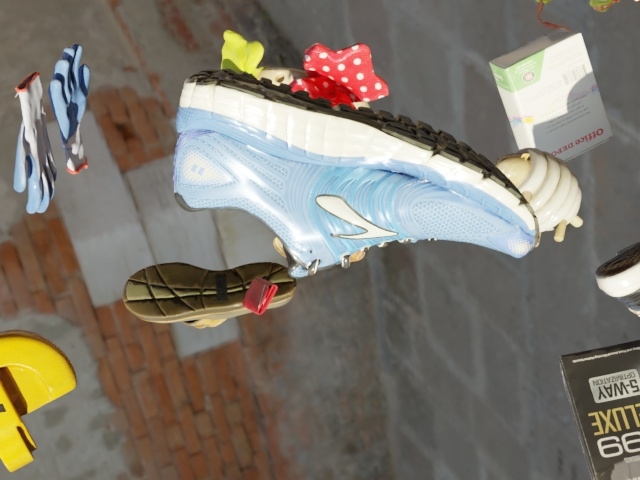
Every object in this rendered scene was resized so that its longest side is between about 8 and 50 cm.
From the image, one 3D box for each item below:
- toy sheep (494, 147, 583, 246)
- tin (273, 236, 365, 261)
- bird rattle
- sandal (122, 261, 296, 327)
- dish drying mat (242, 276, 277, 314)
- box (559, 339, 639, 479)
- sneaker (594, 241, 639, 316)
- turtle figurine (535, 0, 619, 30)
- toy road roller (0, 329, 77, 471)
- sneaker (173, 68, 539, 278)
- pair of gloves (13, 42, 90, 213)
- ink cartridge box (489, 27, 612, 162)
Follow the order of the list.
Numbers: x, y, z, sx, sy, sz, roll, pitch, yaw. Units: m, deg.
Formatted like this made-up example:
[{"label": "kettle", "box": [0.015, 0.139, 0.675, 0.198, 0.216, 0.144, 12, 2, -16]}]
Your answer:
[{"label": "toy sheep", "box": [0.225, -0.046, 1.144, 0.132, 0.091, 0.091, 36, -174, -34]}, {"label": "tin", "box": [0.000, 0.000, 1.919, 0.189, 0.040, 0.106, -10, 145, 46]}, {"label": "bird rattle", "box": [-0.017, -0.195, 1.440, 0.207, 0.253, 0.143, 24, -111, -59]}, {"label": "sandal", "box": [-0.138, 0.072, 1.398, 0.060, 0.219, 0.090, 85, 178, -48]}, {"label": "dish drying mat", "box": [-0.057, 0.050, 1.024, 0.032, 0.008, 0.083, -64, 14, -4]}, {"label": "box", "box": [0.491, 0.233, 1.450, 0.242, 0.307, 0.076, -95, -10, -45]}, {"label": "sneaker", "box": [0.496, 0.067, 1.678, 0.290, 0.106, 0.123, -15, -100, -64]}, {"label": "turtle figurine", "box": [0.504, -0.509, 2.022, 0.269, 0.087, 0.217, -8, 109, 40]}, {"label": "toy road roller", "box": [-0.482, 0.162, 1.519, 0.329, 0.240, 0.202, 64, 163, -5]}, {"label": "sneaker", "box": [0.028, -0.037, 0.959, 0.130, 0.330, 0.147, -101, 27, -71]}, {"label": "pair of gloves", "box": [-0.296, -0.125, 1.242, 0.198, 0.023, 0.159, -69, -18, -59]}, {"label": "ink cartridge box", "box": [0.418, -0.254, 2.010, 0.212, 0.154, 0.093, 65, 175, -21]}]
